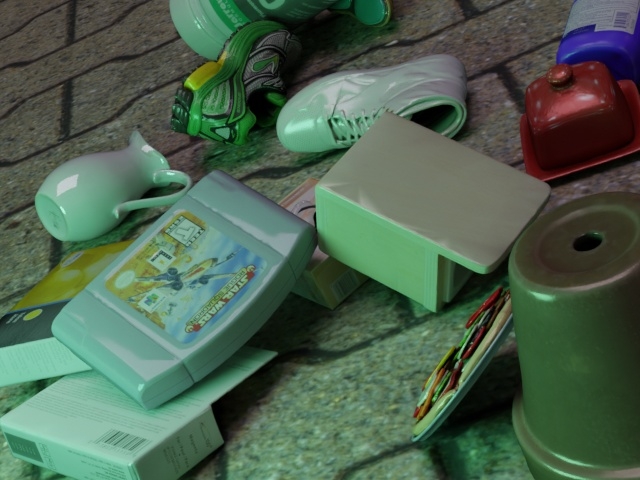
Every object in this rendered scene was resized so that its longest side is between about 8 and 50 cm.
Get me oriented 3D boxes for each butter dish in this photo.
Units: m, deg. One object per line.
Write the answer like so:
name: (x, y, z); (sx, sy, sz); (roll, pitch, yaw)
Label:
butter dish: (0.317, -0.171, 1.747); (0.160, 0.118, 0.160); (-18, 36, 16)

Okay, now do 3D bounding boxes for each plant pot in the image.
plant pot: (0.279, 0.088, 1.266); (0.263, 0.229, 0.263); (-19, 31, 12)

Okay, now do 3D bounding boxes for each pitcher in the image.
pitcher: (-0.315, -0.073, 2.128); (0.178, 0.125, 0.207); (26, 46, 37)

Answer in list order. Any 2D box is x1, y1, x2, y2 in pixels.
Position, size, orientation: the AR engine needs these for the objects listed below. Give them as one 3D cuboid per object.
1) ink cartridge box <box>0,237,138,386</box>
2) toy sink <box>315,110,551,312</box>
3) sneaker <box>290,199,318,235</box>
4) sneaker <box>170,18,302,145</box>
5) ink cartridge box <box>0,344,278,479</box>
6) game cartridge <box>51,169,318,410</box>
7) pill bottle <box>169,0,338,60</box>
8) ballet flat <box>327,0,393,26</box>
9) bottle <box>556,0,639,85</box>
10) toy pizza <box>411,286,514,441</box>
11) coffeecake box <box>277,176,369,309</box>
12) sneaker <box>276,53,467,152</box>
ink cartridge box: (-0.272, 0.079, 1.837); (0.307, 0.072, 0.303); (-14, 19, 27)
toy sink: (0.132, -0.021, 1.623); (0.234, 0.131, 0.153); (26, 55, 23)
sneaker: (-0.029, -0.008, 1.718); (0.044, 0.040, 0.109); (11, 53, 37)
sneaker: (-0.109, -0.243, 2.246); (0.146, 0.134, 0.343); (24, 39, 10)
ink cartridge box: (-0.213, 0.198, 1.660); (0.275, 0.060, 0.239); (7, 31, 45)
game cartridge: (-0.152, 0.055, 1.647); (0.198, 0.062, 0.297); (29, 65, 38)
pill bottle: (-0.084, -0.457, 2.385); (0.361, 0.204, 0.204); (-26, 23, 41)
ballet flat: (0.080, -0.419, 2.397); (0.073, 0.080, 0.232); (-7, 22, -29)
bottle: (0.404, -0.304, 1.925); (0.118, 0.092, 0.283); (-5, 35, 24)
toy pizza: (0.145, 0.117, 1.404); (0.201, 0.032, 0.201); (-54, -3, -4)
coffeecake box: (0.000, 0.000, 1.791); (0.142, 0.068, 0.185); (-41, 32, -20)
sneaker: (0.069, -0.173, 1.973); (0.293, 0.108, 0.169); (-18, 27, 13)
